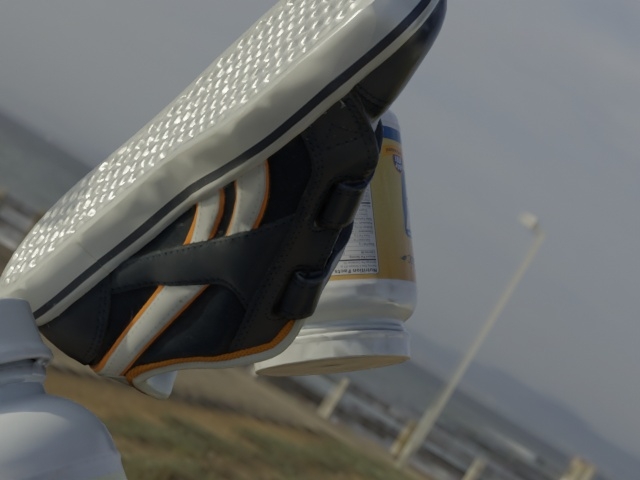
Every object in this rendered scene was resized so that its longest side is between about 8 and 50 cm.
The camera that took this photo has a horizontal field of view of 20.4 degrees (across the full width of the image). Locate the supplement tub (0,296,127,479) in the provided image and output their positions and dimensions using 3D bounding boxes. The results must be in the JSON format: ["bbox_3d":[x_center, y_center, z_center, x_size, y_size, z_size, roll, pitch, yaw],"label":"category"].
[{"bbox_3d":[-0.181,0.211,0.833,0.235,0.235,0.324,45,25,-83],"label":"supplement tub"}]

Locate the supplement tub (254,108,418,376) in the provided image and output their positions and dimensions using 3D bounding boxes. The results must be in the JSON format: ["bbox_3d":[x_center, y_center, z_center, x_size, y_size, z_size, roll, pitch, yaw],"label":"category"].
[{"bbox_3d":[0.000,0.000,1.393,0.144,0.199,0.144,-5,-9,-1],"label":"supplement tub"}]

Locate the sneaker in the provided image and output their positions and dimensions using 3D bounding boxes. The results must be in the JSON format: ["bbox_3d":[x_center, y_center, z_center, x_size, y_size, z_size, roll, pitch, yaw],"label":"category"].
[{"bbox_3d":[-0.028,-0.029,0.939,0.127,0.321,0.126,41,36,-17],"label":"sneaker"}]
